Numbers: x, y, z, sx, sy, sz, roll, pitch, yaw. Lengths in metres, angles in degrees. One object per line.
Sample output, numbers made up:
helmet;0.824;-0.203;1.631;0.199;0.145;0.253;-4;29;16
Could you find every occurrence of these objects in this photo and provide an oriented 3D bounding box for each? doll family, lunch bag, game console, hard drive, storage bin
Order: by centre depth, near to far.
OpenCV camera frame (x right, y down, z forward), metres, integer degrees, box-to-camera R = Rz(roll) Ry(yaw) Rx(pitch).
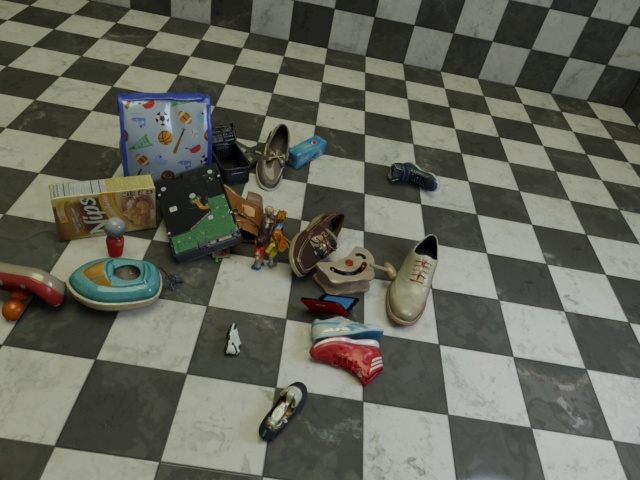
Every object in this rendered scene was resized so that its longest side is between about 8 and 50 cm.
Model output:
game console;0.031;0.188;1.650;0.144;0.124;0.085;3;60;32
doll family;-0.157;-0.018;1.804;0.119;0.163;0.262;11;41;-2
hard drive;-0.430;-0.102;1.817;0.237;0.064;0.338;-20;58;-8
lunch bag;-0.573;-0.369;1.919;0.328;0.385;0.238;-6;45;-20
storage bin;-0.375;-0.314;2.137;0.122;0.084;0.180;-12;48;-26

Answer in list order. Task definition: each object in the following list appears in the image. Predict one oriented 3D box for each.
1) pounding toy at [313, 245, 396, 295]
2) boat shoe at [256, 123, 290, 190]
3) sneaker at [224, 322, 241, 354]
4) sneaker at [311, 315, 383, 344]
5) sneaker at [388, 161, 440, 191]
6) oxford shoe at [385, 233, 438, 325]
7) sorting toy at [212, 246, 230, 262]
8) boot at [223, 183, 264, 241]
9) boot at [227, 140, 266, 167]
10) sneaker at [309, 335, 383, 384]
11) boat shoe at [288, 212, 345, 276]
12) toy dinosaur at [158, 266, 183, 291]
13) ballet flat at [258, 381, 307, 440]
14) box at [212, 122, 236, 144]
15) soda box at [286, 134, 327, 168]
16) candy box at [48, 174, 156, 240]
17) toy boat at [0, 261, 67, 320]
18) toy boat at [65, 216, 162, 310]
pounding toy;0.117;0.079;1.774;0.270;0.154;0.154;-6;49;-19
boat shoe;-0.192;-0.354;2.176;0.117;0.096;0.324;20;54;-15
sneaker;-0.256;0.293;1.535;0.044;0.040;0.109;20;43;-18
sneaker;0.084;0.277;1.601;0.229;0.087;0.092;2;39;-17
sneaker;0.402;-0.277;2.285;0.164;0.086;0.226;-7;34;-37
oxford shoe;0.322;0.123;1.786;0.141;0.146;0.396;19;42;6
sorting toy;-0.345;0.046;1.798;0.062;0.012;0.083;2;42;-13
boot;-0.350;-0.094;1.901;0.284;0.109;0.220;12;45;-12
boot;-0.277;-0.408;2.274;0.209;0.076;0.189;-34;73;-32
sneaker;0.084;0.354;1.516;0.222;0.086;0.128;-1;42;-14
boat shoe;0.000;0.000;1.830;0.123;0.123;0.342;-17;21;33
toy dinosaur;-0.464;0.115;1.640;0.047;0.082;0.090;-29;89;-5
ballet flat;-0.092;0.442;1.382;0.074;0.074;0.203;28;43;16
box;-0.470;-0.444;2.200;0.221;0.051;0.175;-11;24;-6
soda box;-0.062;-0.397;2.319;0.067;0.071;0.210;34;45;21
candy box;-0.723;-0.112;1.745;0.317;0.182;0.087;-10;46;-25
toy boat;-0.853;0.154;1.474;0.231;0.151;0.151;10;72;-3
toy boat;-0.629;0.072;1.585;0.268;0.148;0.318;-1;42;-22
